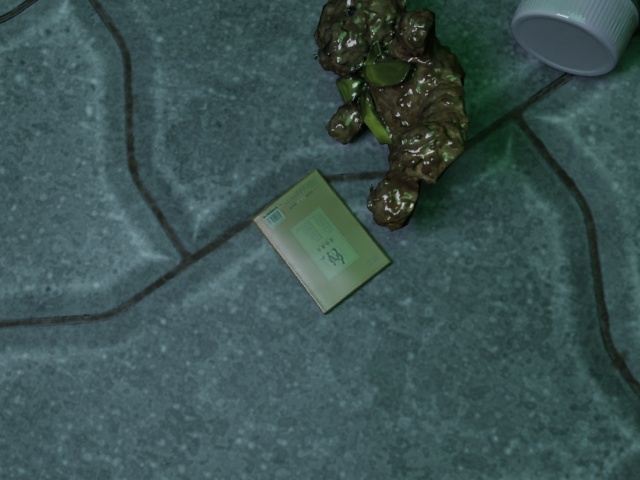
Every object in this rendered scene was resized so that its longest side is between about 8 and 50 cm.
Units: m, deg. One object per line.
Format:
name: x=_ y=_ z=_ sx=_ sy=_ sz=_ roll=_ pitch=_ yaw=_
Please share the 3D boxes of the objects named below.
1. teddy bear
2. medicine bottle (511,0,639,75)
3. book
teddy bear: x=0.077 y=-0.196 z=1.028 sx=0.222 sy=0.246 sz=0.296 roll=26 pitch=54 yaw=-7
medicine bottle: x=0.374 y=-0.371 z=1.050 sx=0.165 sy=0.165 sz=0.273 roll=28 pitch=85 yaw=11
book: x=0.000 y=0.000 z=1.109 sx=0.118 sy=0.012 sz=0.172 roll=-38 pitch=77 yaw=0
